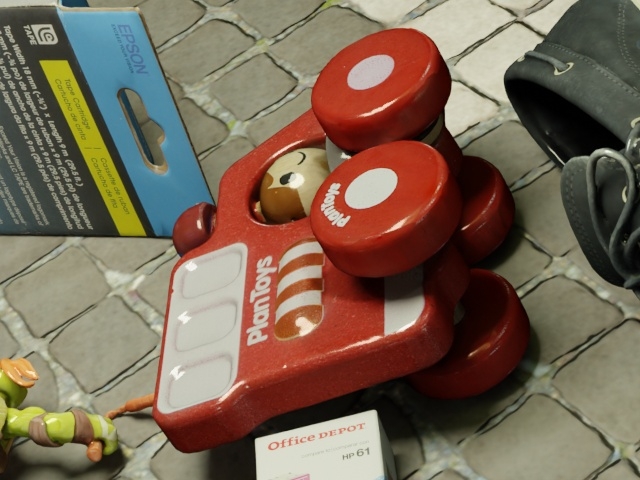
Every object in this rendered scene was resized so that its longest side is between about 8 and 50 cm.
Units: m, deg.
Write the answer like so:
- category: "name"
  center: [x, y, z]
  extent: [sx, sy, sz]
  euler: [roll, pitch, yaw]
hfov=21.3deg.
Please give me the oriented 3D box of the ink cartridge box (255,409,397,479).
- category: "ink cartridge box"
  center: [0.006, 0.179, 1.114]
  extent: [0.089, 0.052, 0.122]
  euler: [-15, 41, 9]

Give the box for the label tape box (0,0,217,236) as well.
- category: "label tape box"
  center: [-0.239, -0.121, 1.386]
  extent: [0.334, 0.240, 0.106]
  euler: [2, 45, 22]

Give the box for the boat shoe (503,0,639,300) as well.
- category: "boat shoe"
  center: [0.252, -0.014, 1.130]
  extent: [0.156, 0.187, 0.500]
  euler: [-26, 37, 2]

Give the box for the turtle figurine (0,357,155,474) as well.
- category: "turtle figurine"
  center: [-0.244, 0.159, 1.208]
  extent: [0.270, 0.087, 0.217]
  euler: [-2, 45, 20]

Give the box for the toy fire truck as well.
- category: "toy fire truck"
  center: [0.000, 0.000, 1.226]
  extent: [0.254, 0.169, 0.302]
  euler: [-18, 40, 16]
